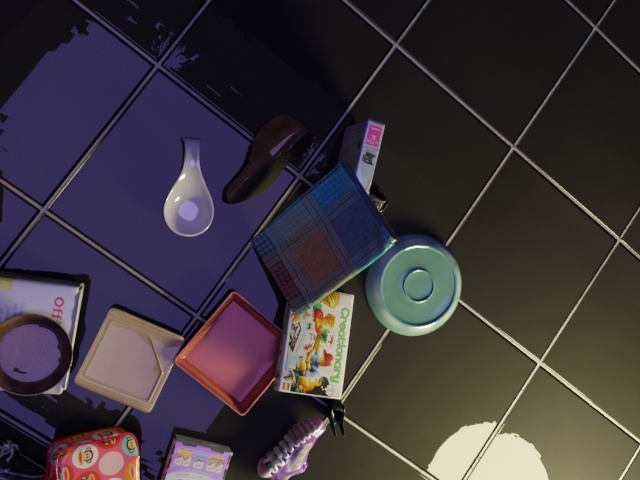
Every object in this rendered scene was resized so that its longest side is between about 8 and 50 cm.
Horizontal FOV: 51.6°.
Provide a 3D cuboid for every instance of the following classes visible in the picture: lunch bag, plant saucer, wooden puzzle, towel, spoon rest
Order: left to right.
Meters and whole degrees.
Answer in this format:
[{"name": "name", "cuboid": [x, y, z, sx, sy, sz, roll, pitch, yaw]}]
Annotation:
[{"name": "plant saucer", "cuboid": [-0.702, 0.273, 1.599, 0.199, 0.036, 0.198, 0, 91, -15]}, {"name": "lunch bag", "cuboid": [-0.603, 0.650, 1.720, 0.258, 0.120, 0.293, -3, 92, -38]}, {"name": "wooden puzzle", "cuboid": [-0.521, 0.328, 1.816, 0.221, 0.044, 0.238, 27, 89, -14]}, {"name": "spoon rest", "cuboid": [-0.361, -0.149, 1.820, 0.137, 0.084, 0.276, 1, 90, -15]}, {"name": "plant saucer", "cuboid": [-0.237, 0.318, 1.884, 0.259, 0.048, 0.258, 42, 81, -13]}, {"name": "towel", "cuboid": [0.000, 0.000, 1.799, 0.370, 0.040, 0.271, -39, 74, 22]}, {"name": "plant saucer", "cuboid": [0.294, 0.137, 2.022, 0.318, 0.044, 0.317, 0, 91, -15]}]

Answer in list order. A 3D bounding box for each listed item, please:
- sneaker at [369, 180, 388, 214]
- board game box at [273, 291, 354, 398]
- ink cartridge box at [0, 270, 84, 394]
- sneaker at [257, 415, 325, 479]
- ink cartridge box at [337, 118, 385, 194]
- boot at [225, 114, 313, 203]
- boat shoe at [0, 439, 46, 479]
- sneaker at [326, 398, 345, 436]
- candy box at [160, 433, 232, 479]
[{"name": "sneaker", "cuboid": [0.136, -0.066, 1.931, 0.087, 0.130, 0.227, 5, 92, -13]}, {"name": "board game box", "cuboid": [-0.017, 0.289, 1.898, 0.193, 0.053, 0.305, 13, 76, -21]}, {"name": "ink cartridge box", "cuboid": [-0.817, 0.221, 1.669, 0.385, 0.160, 0.279, 9, 90, -15]}, {"name": "sneaker", "cuboid": [-0.068, 0.615, 1.920, 0.236, 0.095, 0.104, -43, 108, -5]}, {"name": "ink cartridge box", "cuboid": [0.091, -0.179, 1.885, 0.065, 0.186, 0.311, 16, 88, -18]}, {"name": "boot", "cuboid": [-0.166, -0.230, 1.879, 0.305, 0.112, 0.115, -44, 71, -5]}, {"name": "boat shoe", "cuboid": [-0.831, 0.563, 1.701, 0.306, 0.113, 0.104, 19, 101, -5]}, {"name": "sneaker", "cuboid": [0.047, 0.480, 1.941, 0.051, 0.089, 0.170, 1, 91, -15]}, {"name": "candy box", "cuboid": [-0.357, 0.661, 1.850, 0.165, 0.070, 0.196, 18, 86, -15]}]
